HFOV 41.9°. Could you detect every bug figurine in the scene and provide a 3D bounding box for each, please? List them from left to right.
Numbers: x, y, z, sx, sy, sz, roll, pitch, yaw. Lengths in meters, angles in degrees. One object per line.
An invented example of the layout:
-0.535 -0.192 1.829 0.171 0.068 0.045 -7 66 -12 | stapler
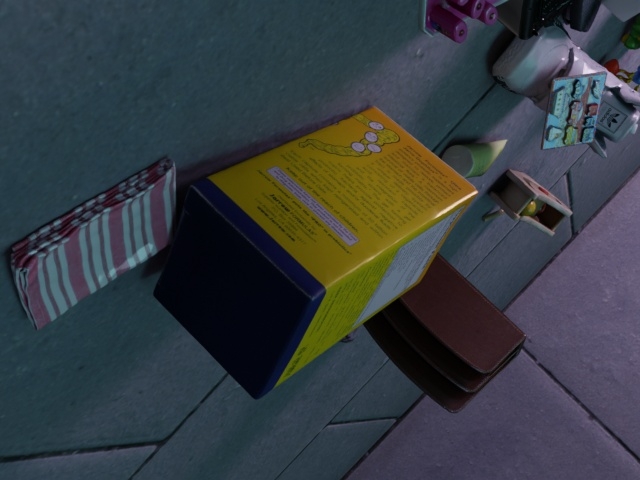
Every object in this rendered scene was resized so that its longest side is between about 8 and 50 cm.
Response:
0.703 -0.412 1.847 0.279 0.072 0.216 -20 142 -42 | bug figurine

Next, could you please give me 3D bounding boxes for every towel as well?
-0.229 0.007 0.885 0.197 0.029 0.144 -35 159 -27 | towel

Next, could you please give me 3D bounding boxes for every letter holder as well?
0.241 0.184 1.751 0.214 0.302 0.152 -42 160 -9 | letter holder

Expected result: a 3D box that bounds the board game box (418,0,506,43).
0.262 -0.425 0.806 0.390 0.050 0.390 -30 141 -25 | board game box

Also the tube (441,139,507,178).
0.296 -0.152 1.574 0.070 0.062 0.240 -10 -178 27 | tube

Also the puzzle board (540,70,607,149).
0.410 -0.207 1.351 0.096 0.011 0.128 -10 127 -13 | puzzle board

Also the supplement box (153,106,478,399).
0.000 0.000 1.052 0.356 0.195 0.194 -29 155 -45 | supplement box

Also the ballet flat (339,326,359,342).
0.055 0.131 1.637 0.079 0.077 0.221 -8 143 -29 | ballet flat

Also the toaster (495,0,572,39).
0.286 -0.365 1.061 0.168 0.110 0.186 -42 159 -7 | toaster

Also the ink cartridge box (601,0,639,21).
0.524 -0.436 1.351 0.099 0.056 0.135 -26 -147 59 | ink cartridge box

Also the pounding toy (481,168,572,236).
0.478 -0.059 1.964 0.155 0.154 0.269 -52 159 18 | pounding toy

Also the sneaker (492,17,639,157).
0.433 -0.257 1.412 0.137 0.210 0.366 -53 159 20 | sneaker

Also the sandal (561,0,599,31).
0.419 -0.386 1.356 0.097 0.054 0.254 -67 166 10 | sandal
